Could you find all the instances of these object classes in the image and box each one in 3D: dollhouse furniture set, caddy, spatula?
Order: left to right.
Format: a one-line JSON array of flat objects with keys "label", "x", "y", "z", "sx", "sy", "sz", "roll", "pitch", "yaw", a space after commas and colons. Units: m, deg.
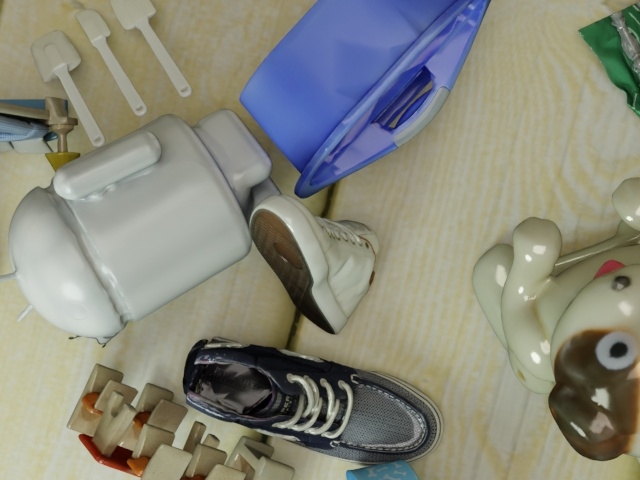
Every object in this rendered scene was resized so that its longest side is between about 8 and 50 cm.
[{"label": "dollhouse furniture set", "x": -0.474, "y": -0.083, "z": 1.779, "sx": 0.303, "sy": 0.286, "sz": 0.198, "roll": 1, "pitch": 91, "yaw": 14}, {"label": "spatula", "x": -0.260, "y": -0.216, "z": 1.836, "sx": 0.168, "sy": 0.019, "sz": 0.242, "roll": -30, "pitch": 51, "yaw": -2}, {"label": "dollhouse furniture set", "x": -0.172, "y": 0.288, "z": 1.802, "sx": 0.259, "sy": 0.262, "sz": 0.135, "roll": 25, "pitch": 94, "yaw": -30}, {"label": "caddy", "x": 0.064, "y": -0.200, "z": 1.783, "sx": 0.179, "sy": 0.241, "sz": 0.341, "roll": 43, "pitch": 92, "yaw": 6}]

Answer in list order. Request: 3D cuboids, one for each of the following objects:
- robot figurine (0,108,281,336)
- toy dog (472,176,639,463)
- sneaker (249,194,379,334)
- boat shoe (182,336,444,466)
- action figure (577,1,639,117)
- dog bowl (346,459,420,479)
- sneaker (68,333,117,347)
[{"label": "robot figurine", "x": -0.223, "y": -0.016, "z": 1.780, "sx": 0.353, "sy": 0.300, "sz": 0.200, "roll": -30, "pitch": 54, "yaw": -11}, {"label": "toy dog", "x": 0.340, "y": 0.131, "z": 1.691, "sx": 0.284, "sy": 0.408, "sz": 0.396, "roll": -9, "pitch": 90, "yaw": 3}, {"label": "sneaker", "x": 0.000, "y": 0.000, "z": 1.781, "sx": 0.106, "sy": 0.290, "sz": 0.123, "roll": 35, "pitch": 76, "yaw": 24}, {"label": "boat shoe", "x": -0.013, "y": 0.208, "z": 1.829, "sx": 0.340, "sy": 0.158, "sz": 0.127, "roll": 13, "pitch": 91, "yaw": 2}, {"label": "action figure", "x": 0.434, "y": -0.188, "z": 1.860, "sx": 0.137, "sy": 0.063, "sz": 0.232, "roll": -25, "pitch": 93, "yaw": -1}, {"label": "dog bowl", "x": 0.123, "y": 0.407, "z": 1.829, "sx": 0.074, "sy": 0.166, "sz": 0.297, "roll": -22, "pitch": 91, "yaw": -10}, {"label": "sneaker", "x": -0.303, "y": 0.097, "z": 1.898, "sx": 0.098, "sy": 0.038, "sz": 0.069, "roll": 42, "pitch": 91, "yaw": 2}]
